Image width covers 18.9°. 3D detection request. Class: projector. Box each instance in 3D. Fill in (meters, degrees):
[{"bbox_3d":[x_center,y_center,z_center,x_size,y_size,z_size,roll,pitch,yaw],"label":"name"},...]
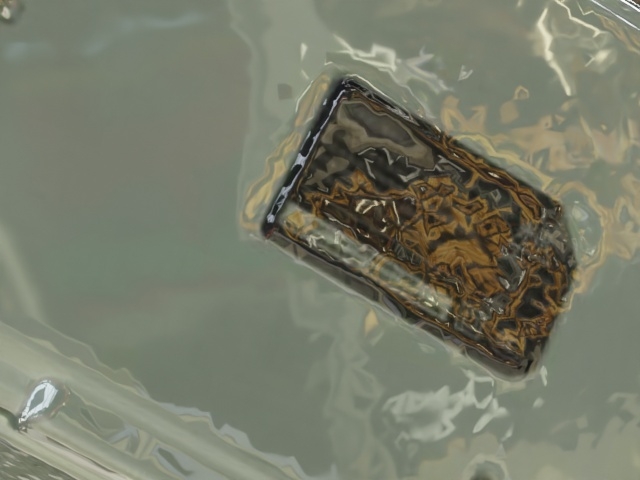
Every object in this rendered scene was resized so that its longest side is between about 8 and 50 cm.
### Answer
[{"bbox_3d":[0.000,0.000,0.505,0.192,0.256,0.099,-64,13,-20],"label":"projector"}]

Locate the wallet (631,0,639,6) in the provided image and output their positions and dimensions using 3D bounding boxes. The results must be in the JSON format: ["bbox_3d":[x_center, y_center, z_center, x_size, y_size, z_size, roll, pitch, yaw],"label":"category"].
[{"bbox_3d":[0.248,-0.114,1.032,0.243,0.039,0.133,-18,-52,-17],"label":"wallet"}]
